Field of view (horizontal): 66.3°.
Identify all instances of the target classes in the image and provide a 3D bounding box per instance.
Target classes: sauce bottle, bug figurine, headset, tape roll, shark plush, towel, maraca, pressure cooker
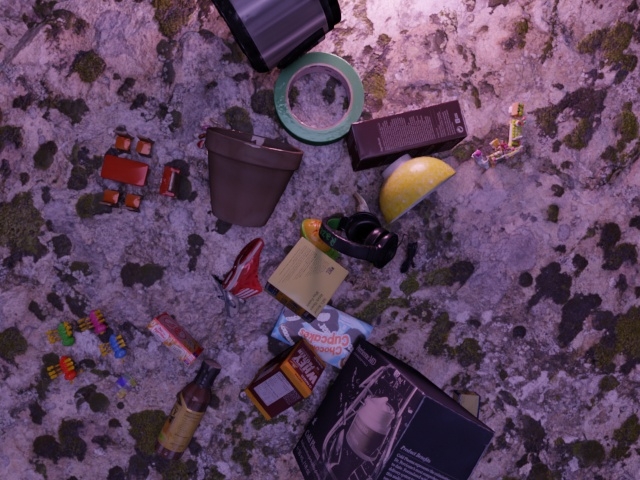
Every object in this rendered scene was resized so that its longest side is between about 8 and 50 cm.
[{"bbox_3d":[-0.452,0.580,1.703,0.111,0.111,0.344,27,86,-3],"label":"sauce bottle"},{"bbox_3d":[-0.808,0.360,1.697,0.279,0.072,0.216,-23,85,1],"label":"bug figurine"},{"bbox_3d":[0.172,0.022,1.685,0.394,0.243,0.185,6,114,-28],"label":"headset"},{"bbox_3d":[-0.007,-0.504,1.758,0.321,0.077,0.321,0,90,-5],"label":"tape roll"},{"bbox_3d":[-0.342,0.196,1.742,0.067,0.073,0.161,-35,97,27],"label":"shark plush"},{"bbox_3d":[-0.698,0.515,1.734,0.083,0.009,0.060,-44,92,-3],"label":"towel"},{"bbox_3d":[0.000,0.000,1.738,0.186,0.127,0.099,48,127,-8],"label":"maraca"},{"bbox_3d":[-0.124,-0.799,1.586,0.420,0.375,0.370,-32,74,3],"label":"pressure cooker"}]

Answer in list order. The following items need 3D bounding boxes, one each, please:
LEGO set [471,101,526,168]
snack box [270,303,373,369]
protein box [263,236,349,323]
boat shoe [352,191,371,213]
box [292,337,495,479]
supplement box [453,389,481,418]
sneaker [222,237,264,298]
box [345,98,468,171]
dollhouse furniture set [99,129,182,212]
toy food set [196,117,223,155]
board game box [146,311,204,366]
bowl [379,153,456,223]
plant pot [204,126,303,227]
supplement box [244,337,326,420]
[{"bbox_3d":[0.693,-0.375,1.788,0.132,0.107,0.287,40,87,-3],"label":"LEGO set"},{"bbox_3d":[0.005,0.322,1.759,0.322,0.060,0.187,26,88,-3],"label":"snack box"},{"bbox_3d":[-0.051,0.139,1.672,0.201,0.136,0.200,37,68,1],"label":"protein box"},{"bbox_3d":[0.150,-0.111,1.777,0.045,0.050,0.135,-30,92,-9],"label":"boat shoe"},{"bbox_3d":[0.198,0.637,1.537,0.297,0.480,0.472,33,87,-19],"label":"box"},{"bbox_3d":[0.533,0.598,1.794,0.083,0.056,0.083,6,89,-4],"label":"supplement box"},{"bbox_3d":[-0.244,0.108,1.750,0.128,0.087,0.221,40,78,-27],"label":"sneaker"},{"bbox_3d":[0.292,-0.362,1.719,0.381,0.191,0.143,-15,87,-5],"label":"box"},{"bbox_3d":[-0.618,-0.227,1.683,0.259,0.135,0.262,12,89,-4],"label":"dollhouse furniture set"},{"bbox_3d":[-0.402,-0.374,1.759,0.078,0.019,0.122,33,95,-3],"label":"toy food set"},{"bbox_3d":[-0.495,0.336,1.681,0.193,0.147,0.045,44,87,-3],"label":"board game box"},{"bbox_3d":[0.300,-0.200,1.678,0.289,0.289,0.156,-37,85,-3],"label":"bowl"},{"bbox_3d":[-0.247,-0.205,1.646,0.323,0.323,0.280,15,104,-4],"label":"plant pot"},{"bbox_3d":[-0.114,0.463,1.653,0.194,0.191,0.129,-37,92,24],"label":"supplement box"}]
